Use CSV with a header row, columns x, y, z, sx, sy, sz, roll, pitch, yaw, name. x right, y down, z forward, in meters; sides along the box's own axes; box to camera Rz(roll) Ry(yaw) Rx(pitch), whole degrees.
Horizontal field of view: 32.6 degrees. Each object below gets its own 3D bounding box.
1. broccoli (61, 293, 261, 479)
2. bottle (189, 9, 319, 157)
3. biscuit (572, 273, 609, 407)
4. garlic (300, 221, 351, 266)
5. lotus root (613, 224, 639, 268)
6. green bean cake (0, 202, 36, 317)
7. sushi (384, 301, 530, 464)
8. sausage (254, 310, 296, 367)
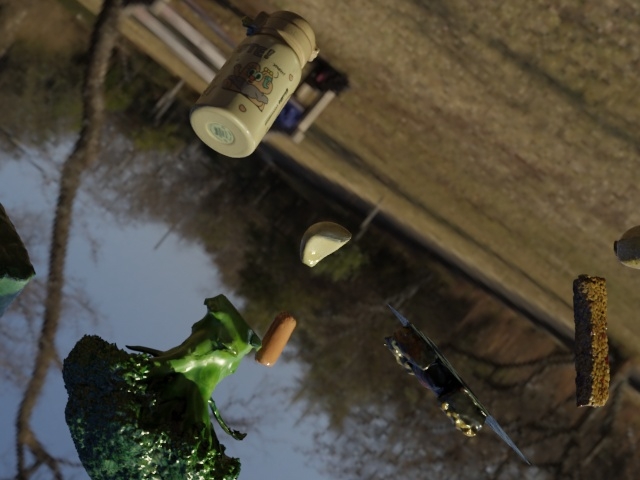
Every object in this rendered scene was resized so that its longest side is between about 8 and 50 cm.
x,y,z,sx,sy,sz,roll,pitch,yaw,name
-0.195,0.222,1.470,0.297,0.297,0.297,47,176,4,broccoli
-0.087,-0.218,1.440,0.110,0.209,0.097,34,151,-8,bottle
0.408,0.151,1.650,0.034,0.199,0.064,-5,171,38,biscuit
0.001,0.001,1.641,0.053,0.083,0.041,49,-176,-24,garlic
0.494,0.008,1.624,0.062,0.073,0.150,38,155,-26,lotus root
-0.615,-0.017,1.628,0.300,0.169,0.308,52,-157,24,green bean cake
0.216,0.263,1.942,0.292,0.059,0.294,51,176,-16,sushi
-0.064,0.139,1.541,0.034,0.083,0.034,29,179,0,sausage
